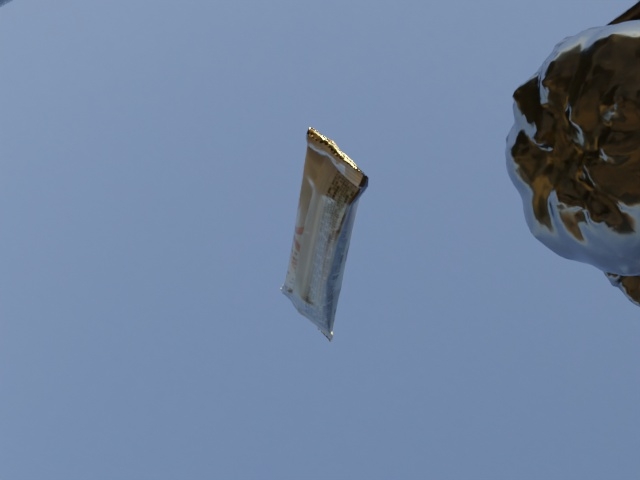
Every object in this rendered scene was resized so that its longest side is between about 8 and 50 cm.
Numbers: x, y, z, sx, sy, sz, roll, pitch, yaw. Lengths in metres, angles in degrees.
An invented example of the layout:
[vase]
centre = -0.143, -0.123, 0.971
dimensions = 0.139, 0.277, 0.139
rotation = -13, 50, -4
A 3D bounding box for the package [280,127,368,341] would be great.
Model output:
[package]
centre = 0.000, 0.000, 0.779
dimensions = 0.015, 0.110, 0.037
rotation = -28, -122, -32

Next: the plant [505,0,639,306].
[plant]
centre = 0.198, -0.055, 0.885
dimensions = 0.164, 0.256, 0.142
rotation = -41, -114, 42

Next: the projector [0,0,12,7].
[projector]
centre = -0.280, -0.292, 1.051
dimensions = 0.395, 0.405, 0.242
rotation = -23, -98, 41
